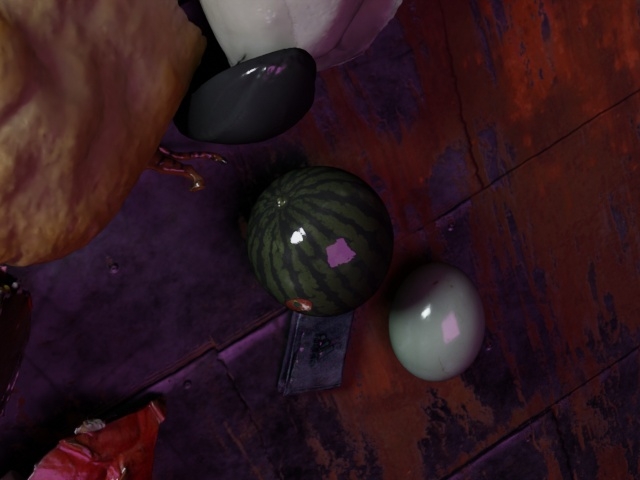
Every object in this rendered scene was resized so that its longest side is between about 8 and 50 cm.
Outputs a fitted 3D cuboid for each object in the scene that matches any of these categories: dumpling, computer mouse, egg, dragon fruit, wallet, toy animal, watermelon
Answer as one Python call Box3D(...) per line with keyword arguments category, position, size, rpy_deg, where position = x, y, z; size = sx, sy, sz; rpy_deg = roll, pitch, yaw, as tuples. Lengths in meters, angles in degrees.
Box3D(category="dumpling", position=(-0.025, -0.333, 1.393), size=(0.260, 0.181, 0.341), rpy_deg=(-12, 119, 0))
Box3D(category="computer mouse", position=(-0.086, -0.162, 1.406), size=(0.137, 0.269, 0.086), rpy_deg=(-16, 91, -25))
Box3D(category="egg", position=(0.180, 0.126, 1.763), size=(0.149, 0.149, 0.192), rpy_deg=(-6, 111, -28))
Box3D(category="dragon fruit", position=(-0.328, 0.398, 1.580), size=(0.282, 0.100, 0.343), rpy_deg=(-6, 120, -51))
Box3D(category="wallet", position=(-0.004, 0.158, 1.747), size=(0.111, 0.030, 0.166), rpy_deg=(-3, 115, -34))
Box3D(category="toy animal", position=(-0.244, -0.101, 1.462), size=(0.255, 0.114, 0.116), rpy_deg=(-4, 76, -33))
Box3D(category="watermelon", position=(0.000, 0.000, 1.568), size=(0.212, 0.212, 0.212), rpy_deg=(-12, 117, -25))

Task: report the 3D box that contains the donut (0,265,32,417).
Box3D(category="donut", position=(-0.453, 0.145, 1.349), size=(0.345, 0.136, 0.259), rpy_deg=(110, 5, -56))

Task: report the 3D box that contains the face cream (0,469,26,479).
Box3D(category="face cream", position=(-0.494, 0.434, 1.567), size=(0.269, 0.073, 0.107), rpy_deg=(-43, 139, -7))

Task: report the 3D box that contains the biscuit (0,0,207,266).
Box3D(category="biscuit", position=(-0.318, -0.193, 1.219), size=(0.429, 0.104, 0.446), rpy_deg=(55, 51, -46))
